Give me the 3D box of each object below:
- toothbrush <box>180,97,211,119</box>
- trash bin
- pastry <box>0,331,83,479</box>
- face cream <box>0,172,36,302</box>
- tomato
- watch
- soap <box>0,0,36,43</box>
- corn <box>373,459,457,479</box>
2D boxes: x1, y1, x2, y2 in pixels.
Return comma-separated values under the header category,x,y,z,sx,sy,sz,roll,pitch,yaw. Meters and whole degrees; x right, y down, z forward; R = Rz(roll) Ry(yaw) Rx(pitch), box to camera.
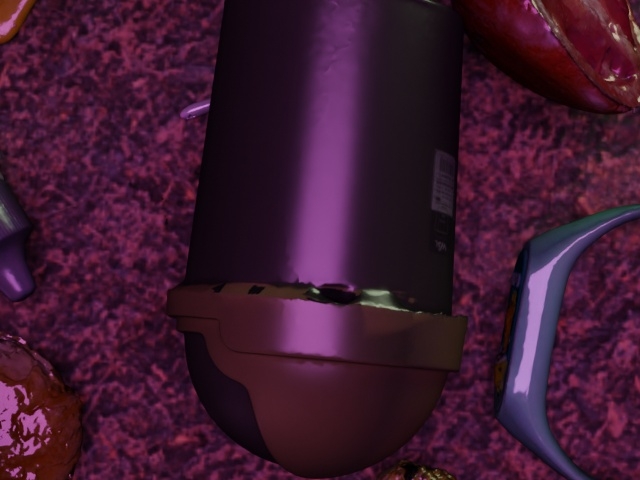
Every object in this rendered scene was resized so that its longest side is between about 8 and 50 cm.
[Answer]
category,x,y,z,sx,sy,sz,roll,pitch,yaw
toothbrush,-0.035,-0.129,1.084,0.162,0.014,0.017,-20,69,1
trash bin,0.000,0.000,0.979,0.214,0.214,0.334,3,87,1
pastry,-0.253,0.147,1.043,0.153,0.081,0.153,0,84,-1
face cream,-0.310,-0.085,1.047,0.092,0.092,0.311,-35,87,-1
tomato,0.161,-0.160,1.019,0.099,0.189,0.173,-26,116,34
watch,0.233,0.078,1.046,0.195,0.068,0.237,9,89,0
soap,-0.238,-0.195,1.088,0.034,0.012,0.089,35,89,2
corn,0.122,0.243,1.041,0.203,0.072,0.072,43,89,3
